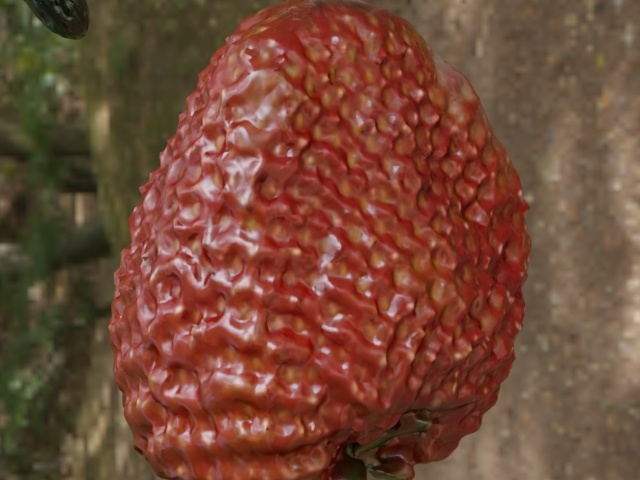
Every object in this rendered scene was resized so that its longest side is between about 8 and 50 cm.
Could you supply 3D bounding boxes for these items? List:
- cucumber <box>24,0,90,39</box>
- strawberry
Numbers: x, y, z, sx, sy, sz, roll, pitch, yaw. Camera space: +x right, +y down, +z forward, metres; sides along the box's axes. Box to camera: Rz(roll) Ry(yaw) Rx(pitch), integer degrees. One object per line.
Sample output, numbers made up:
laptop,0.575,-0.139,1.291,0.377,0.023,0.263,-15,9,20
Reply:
cucumber,-0.248,-0.254,1.429,0.052,0.058,0.214,29,149,59
strawberry,0.000,0.000,1.230,0.267,0.312,0.351,24,119,53
